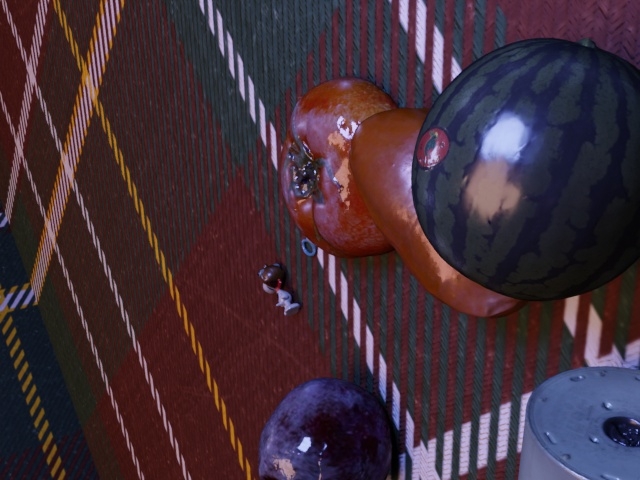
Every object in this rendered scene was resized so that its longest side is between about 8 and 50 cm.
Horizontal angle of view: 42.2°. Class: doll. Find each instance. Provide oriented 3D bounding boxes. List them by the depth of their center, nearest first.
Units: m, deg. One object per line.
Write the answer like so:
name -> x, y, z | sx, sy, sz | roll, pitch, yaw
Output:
doll -> -0.065, 0.075, 1.283 | 0.085, 0.040, 0.058 | 49, 153, 43

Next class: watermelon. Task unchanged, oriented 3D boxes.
watermelon -> 0.178, -0.058, 0.667 | 0.212, 0.212, 0.212 | 31, 129, 49

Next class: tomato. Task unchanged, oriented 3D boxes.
tomato -> 0.020, -0.079, 1.022 | 0.237, 0.095, 0.237 | 32, 129, 50

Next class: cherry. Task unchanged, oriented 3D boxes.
cherry -> 0.002, 0.287, 1.129 | 0.195, 0.195, 0.195 | 31, 129, 49

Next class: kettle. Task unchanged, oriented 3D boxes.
kettle -> 0.276, 0.267, 0.720 | 0.240, 0.165, 0.255 | 13, 118, 25

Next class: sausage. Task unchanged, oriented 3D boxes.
sausage -> 0.122, -0.030, 0.845 | 0.258, 0.133, 0.133 | 57, 145, 22

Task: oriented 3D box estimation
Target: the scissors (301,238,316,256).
scissors -> 0.000, 0.000, 1.167 | 0.119, 0.014, 0.058 | 14, 116, 59
